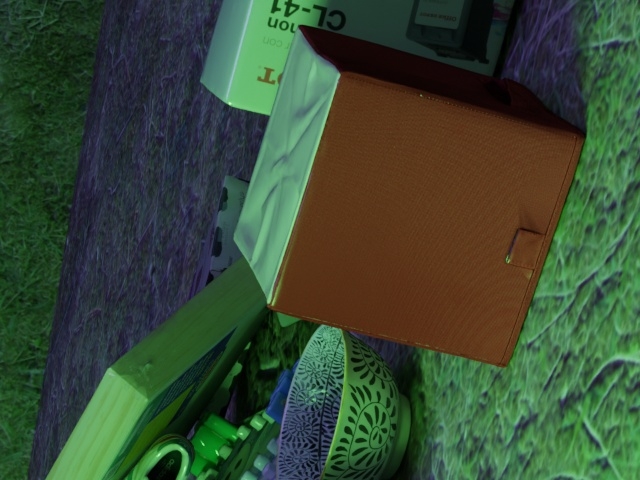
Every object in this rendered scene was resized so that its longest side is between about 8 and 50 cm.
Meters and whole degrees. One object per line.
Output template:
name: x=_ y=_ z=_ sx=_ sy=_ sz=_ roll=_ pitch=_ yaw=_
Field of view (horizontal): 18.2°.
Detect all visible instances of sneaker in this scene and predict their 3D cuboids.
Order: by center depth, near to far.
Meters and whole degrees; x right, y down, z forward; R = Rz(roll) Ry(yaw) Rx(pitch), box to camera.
sneaker: x=-0.180 y=0.259 z=1.969 sx=0.161 sy=0.057 sz=0.075 roll=-53 pitch=2 yaw=-8

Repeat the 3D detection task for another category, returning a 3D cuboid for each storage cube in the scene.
storage cube: x=0.060 y=-0.035 z=1.515 sx=0.184 sy=0.193 sz=0.215 roll=-122 pitch=48 yaw=-70

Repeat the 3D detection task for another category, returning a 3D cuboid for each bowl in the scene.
bowl: x=0.027 y=0.157 z=1.680 sx=0.170 sy=0.080 sz=0.170 roll=-167 pitch=90 yaw=-75

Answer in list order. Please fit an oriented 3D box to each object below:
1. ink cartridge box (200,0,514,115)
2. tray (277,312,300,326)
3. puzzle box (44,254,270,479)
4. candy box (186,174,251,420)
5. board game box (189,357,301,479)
ink cartridge box: x=0.051 y=-0.242 z=1.670 sx=0.131 sy=0.226 sz=0.306 roll=-136 pitch=60 yaw=-74
tray: x=0.000 y=0.000 z=2.019 sx=0.270 sy=0.030 sz=0.145 roll=150 pitch=131 yaw=-70
puzzle box: x=-0.192 y=0.200 z=2.058 sx=0.272 sy=0.052 sz=0.409 roll=-40 pitch=-12 yaw=-49
candy box: x=-0.106 y=0.068 z=2.210 sx=0.159 sy=0.071 sz=0.233 roll=-84 pitch=10 yaw=-47
board game box: x=-0.144 y=0.307 z=1.956 sx=0.390 sy=0.050 sz=0.390 roll=-59 pitch=9 yaw=-21
